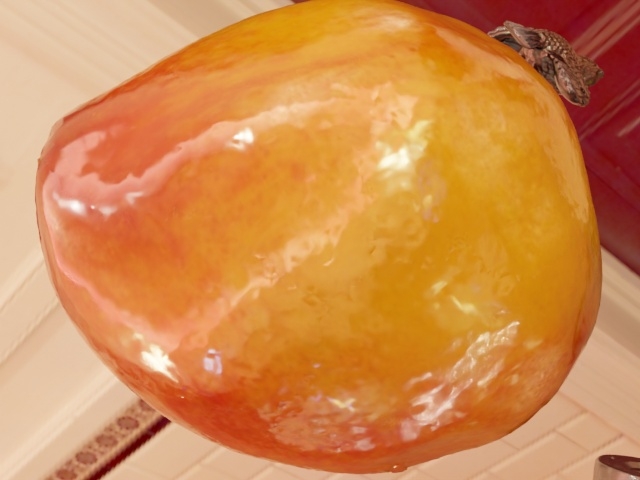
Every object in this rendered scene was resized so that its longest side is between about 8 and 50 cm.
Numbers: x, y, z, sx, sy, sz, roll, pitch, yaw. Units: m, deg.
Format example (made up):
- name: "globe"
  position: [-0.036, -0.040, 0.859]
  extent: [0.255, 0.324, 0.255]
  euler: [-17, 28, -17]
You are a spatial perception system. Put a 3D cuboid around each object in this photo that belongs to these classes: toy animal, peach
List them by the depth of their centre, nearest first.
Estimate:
- name: "peach"
  position: [0.001, 0.005, 0.519]
  extent: [0.289, 0.308, 0.289]
  euler: [29, 128, 45]
- name: "toy animal"
  position: [0.355, -0.275, 1.300]
  extent: [0.218, 0.179, 0.116]
  euler: [-127, 34, -49]

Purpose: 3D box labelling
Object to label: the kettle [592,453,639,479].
- name: "kettle"
  position: [0.510, 0.493, 1.276]
  extent: [0.268, 0.207, 0.290]
  euler: [176, 106, -78]
